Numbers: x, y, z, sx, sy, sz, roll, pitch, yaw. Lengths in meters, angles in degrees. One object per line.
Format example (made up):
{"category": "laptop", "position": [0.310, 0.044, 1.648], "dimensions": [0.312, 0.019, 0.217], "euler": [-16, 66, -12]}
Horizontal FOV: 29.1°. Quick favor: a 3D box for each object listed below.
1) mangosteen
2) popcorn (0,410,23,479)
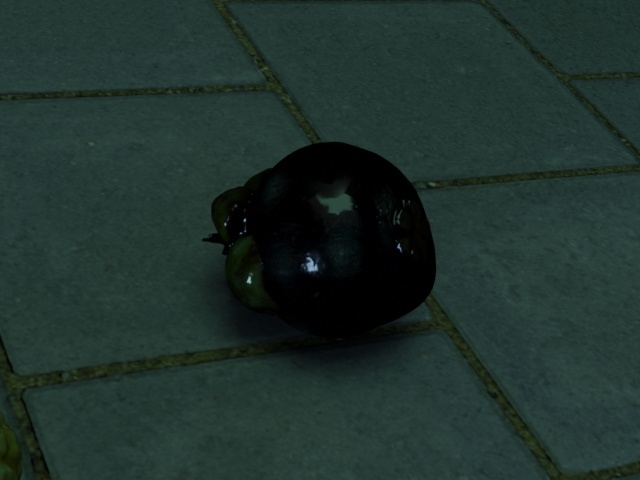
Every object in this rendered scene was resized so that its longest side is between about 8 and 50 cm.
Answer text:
{"category": "mangosteen", "position": [0.000, 0.000, 1.325], "dimensions": [0.243, 0.243, 0.243], "euler": [10, 37, -8]}
{"category": "popcorn", "position": [-0.325, 0.195, 0.974], "dimensions": [0.185, 0.187, 0.167], "euler": [-19, 83, -50]}
